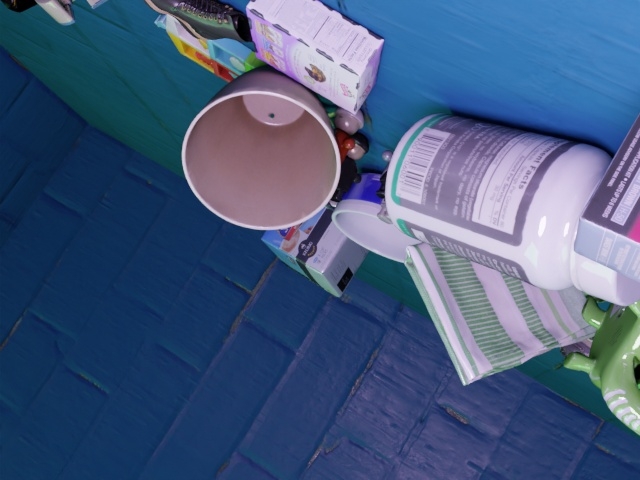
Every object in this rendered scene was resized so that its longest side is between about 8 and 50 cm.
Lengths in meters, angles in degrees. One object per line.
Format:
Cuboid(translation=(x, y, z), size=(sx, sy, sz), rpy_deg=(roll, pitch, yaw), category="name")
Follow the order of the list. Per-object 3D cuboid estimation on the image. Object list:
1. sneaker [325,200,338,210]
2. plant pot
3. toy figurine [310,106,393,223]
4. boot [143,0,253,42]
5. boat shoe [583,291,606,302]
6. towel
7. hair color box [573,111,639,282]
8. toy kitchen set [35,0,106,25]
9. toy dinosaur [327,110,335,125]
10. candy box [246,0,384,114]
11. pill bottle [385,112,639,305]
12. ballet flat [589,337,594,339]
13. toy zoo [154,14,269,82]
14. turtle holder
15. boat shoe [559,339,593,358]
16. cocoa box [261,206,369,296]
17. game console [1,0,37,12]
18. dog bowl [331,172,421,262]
Cuboid(translation=(0.022, -0.120, 1.897), size=(0.153, 0.094, 0.235), rpy_deg=(38, 164, 21), category="sneaker")
Cuboid(translation=(-0.090, -0.202, 1.240), size=(0.257, 0.256, 0.274), rpy_deg=(35, -149, -21), category="plant pot")
Cuboid(translation=(0.101, -0.145, 1.348), size=(0.210, 0.148, 0.213), rpy_deg=(23, 168, 15), category="toy figurine")
Cuboid(translation=(-0.207, -0.405, 1.196), size=(0.137, 0.076, 0.198), rpy_deg=(20, 180, 35), category="boot")
Cuboid(translation=(0.512, 0.092, 1.387), size=(0.095, 0.095, 0.257), rpy_deg=(24, 174, -5), category="boat shoe")
Cuboid(translation=(0.306, 0.081, 1.158), size=(0.247, 0.325, 0.038), rpy_deg=(65, 146, 18), category="towel")
Cuboid(translation=(0.467, 0.001, 0.681), size=(0.375, 0.185, 0.113), rpy_deg=(28, 170, 23), category="hair color box")
Cuboid(translation=(-0.478, -0.533, 1.427), size=(0.122, 0.166, 0.207), rpy_deg=(45, -159, -56), category="toy kitchen set")
Cuboid(translation=(-0.016, -0.251, 1.420), size=(0.183, 0.053, 0.092), rpy_deg=(25, 168, 40), category="toy dinosaur")
Cuboid(translation=(-0.008, -0.294, 1.077), size=(0.196, 0.070, 0.165), rpy_deg=(32, 171, 5), category="candy box")
Cuboid(translation=(0.284, -0.050, 0.985), size=(0.361, 0.204, 0.204), rpy_deg=(25, 169, 42), category="pill bottle")
Cuboid(translation=(0.605, 0.179, 1.688), size=(0.173, 0.049, 0.057), rpy_deg=(33, 171, -6), category="ballet flat")
Cuboid(translation=(-0.209, -0.381, 1.439), size=(0.293, 0.030, 0.192), rpy_deg=(32, 172, 2), category="toy zoo")
Cuboid(translation=(0.519, 0.150, 1.023), size=(0.228, 0.243, 0.320), rpy_deg=(29, -161, 10), category="turtle holder")
Cuboid(translation=(0.679, 0.281, 1.862), size=(0.285, 0.092, 0.103), rpy_deg=(26, 170, 36), category="boat shoe")
Cuboid(translation=(0.000, 0.000, 2.203), size=(0.228, 0.231, 0.347), rpy_deg=(30, 172, 17), category="cocoa box")
Cuboid(translation=(-0.667, -0.612, 1.346), size=(0.361, 0.044, 0.213), rpy_deg=(54, -166, -24), category="game console")
Cuboid(translation=(0.166, -0.046, 1.641), size=(0.265, 0.104, 0.265), rpy_deg=(24, 165, 7), category="dog bowl")
